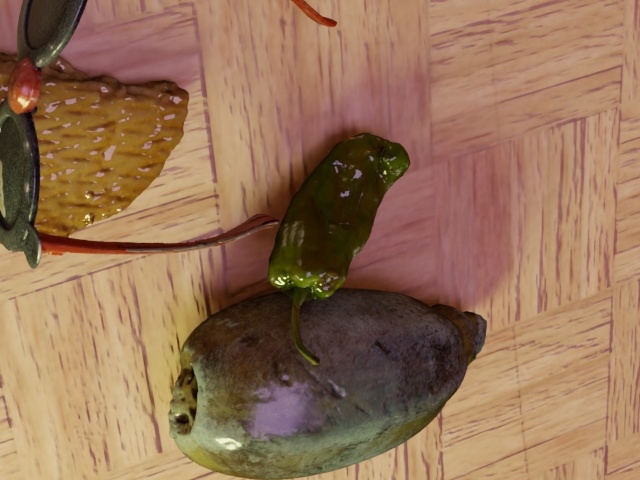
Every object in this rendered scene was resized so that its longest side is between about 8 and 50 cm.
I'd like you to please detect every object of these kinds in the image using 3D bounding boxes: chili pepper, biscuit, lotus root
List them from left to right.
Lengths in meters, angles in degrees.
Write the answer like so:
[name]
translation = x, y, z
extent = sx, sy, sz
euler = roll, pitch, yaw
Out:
[biscuit]
translation = -0.208, -0.065, 1.062
extent = 0.224, 0.033, 0.144
euler = 0, 115, -33
[chili pepper]
translation = 0.000, -0.002, 1.168
extent = 0.072, 0.073, 0.204
euler = 43, 61, -24
[lotus root]
translation = 0.026, 0.116, 1.237
extent = 0.322, 0.140, 0.158
euler = -7, 119, -30

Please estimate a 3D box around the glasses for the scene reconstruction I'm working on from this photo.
[glasses]
translation = -0.095, -0.093, 1.027
extent = 0.268, 0.118, 0.234
euler = 5, 107, -35
